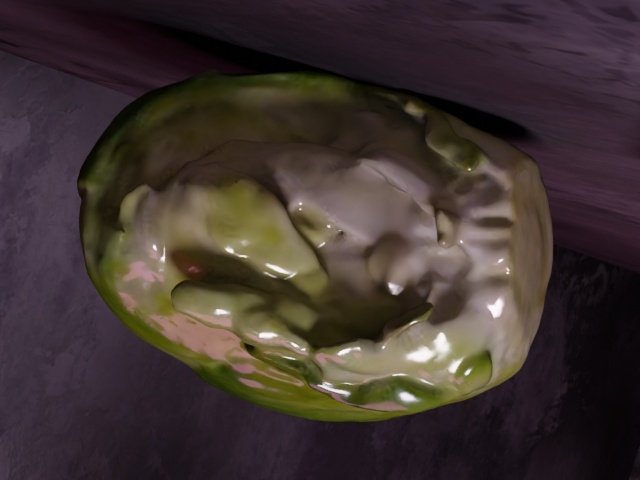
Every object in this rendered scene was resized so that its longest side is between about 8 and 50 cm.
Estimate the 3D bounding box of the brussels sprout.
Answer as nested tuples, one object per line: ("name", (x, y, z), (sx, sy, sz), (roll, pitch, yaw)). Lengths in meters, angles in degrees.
("brussels sprout", (0.000, 0.000, 0.947), (0.371, 0.276, 0.315), (10, 166, 21))
